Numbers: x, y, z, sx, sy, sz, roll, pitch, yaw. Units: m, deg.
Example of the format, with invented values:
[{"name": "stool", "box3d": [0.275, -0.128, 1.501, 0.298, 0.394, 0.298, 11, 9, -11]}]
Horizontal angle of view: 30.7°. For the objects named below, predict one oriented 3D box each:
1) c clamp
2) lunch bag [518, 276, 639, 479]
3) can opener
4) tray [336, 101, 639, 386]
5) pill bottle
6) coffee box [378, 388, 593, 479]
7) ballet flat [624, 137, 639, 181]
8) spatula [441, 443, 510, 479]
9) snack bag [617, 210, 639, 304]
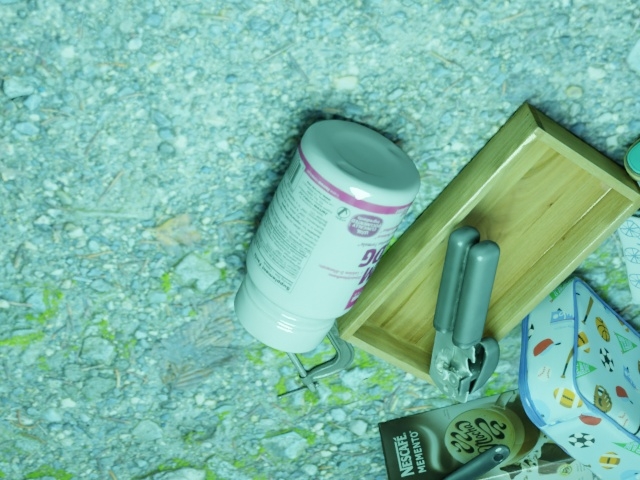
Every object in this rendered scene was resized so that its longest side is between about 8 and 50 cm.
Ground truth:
[{"name": "c clamp", "box3d": [-0.023, 0.166, 1.714, 0.137, 0.022, 0.160, -18, 127, 6]}, {"name": "lunch bag", "box3d": [0.405, 0.206, 1.672, 0.115, 0.243, 0.303, -27, 126, 33]}, {"name": "can opener", "box3d": [0.206, 0.102, 1.590, 0.095, 0.076, 0.283, -21, 134, -33]}, {"name": "tray", "box3d": [0.225, 0.020, 1.606, 0.203, 0.076, 0.411, 29, 119, -25]}, {"name": "pill bottle", "box3d": [0.000, 0.000, 1.507, 0.160, 0.160, 0.283, 16, 124, -18]}, {"name": "coffee box", "box3d": [0.252, 0.341, 1.789, 0.297, 0.168, 0.119, -15, 126, 3]}, {"name": "ballet flat", "box3d": [0.504, -0.154, 1.523, 0.232, 0.080, 0.073, -34, 151, 20]}, {"name": "spatula", "box3d": [0.160, 0.378, 1.684, 0.084, 0.030, 0.296, 36, 114, -23]}, {"name": "snack bag", "box3d": [0.575, 0.113, 1.603, 0.037, 0.323, 0.342, -49, 137, -26]}]
